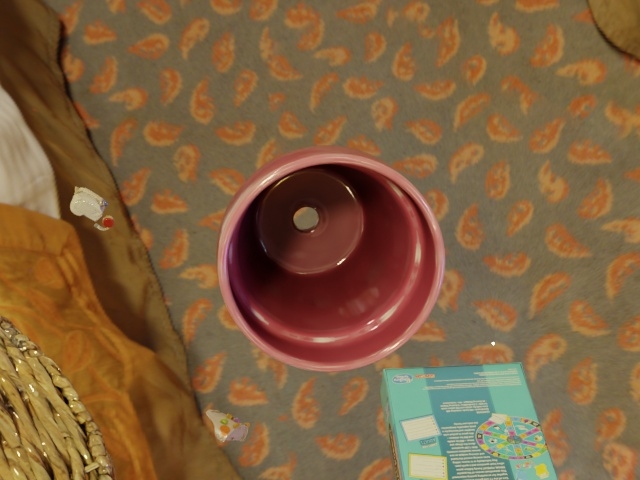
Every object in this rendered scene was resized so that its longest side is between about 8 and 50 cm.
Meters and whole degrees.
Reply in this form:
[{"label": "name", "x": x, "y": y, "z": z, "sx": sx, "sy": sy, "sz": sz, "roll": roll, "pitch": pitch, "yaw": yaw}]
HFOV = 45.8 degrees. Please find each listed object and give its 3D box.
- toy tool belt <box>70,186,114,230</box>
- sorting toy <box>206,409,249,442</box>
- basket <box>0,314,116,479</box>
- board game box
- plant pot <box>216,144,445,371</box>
[{"label": "toy tool belt", "x": -0.394, "y": -0.060, "z": 1.320, "sx": 0.083, "sy": 0.051, "sz": 0.052, "roll": 37, "pitch": 109, "yaw": -27}, {"label": "sorting toy", "x": -0.187, "y": 0.357, "z": 1.486, "sx": 0.075, "sy": 0.083, "sz": 0.044, "roll": 32, "pitch": 91, "yaw": 26}, {"label": "basket", "x": -0.295, "y": 0.241, "z": 0.671, "sx": 0.214, "sy": 0.223, "sz": 0.299, "roll": -22, "pitch": 63, "yaw": -27}, {"label": "board game box", "x": 0.249, "y": 0.367, "z": 1.266, "sx": 0.254, "sy": 0.079, "sz": 0.336, "roll": -2, "pitch": 46, "yaw": -5}, {"label": "plant pot", "x": 0.000, "y": 0.000, "z": 0.735, "sx": 0.202, "sy": 0.180, "sz": 0.201, "roll": -2, "pitch": 106, "yaw": -7}]
